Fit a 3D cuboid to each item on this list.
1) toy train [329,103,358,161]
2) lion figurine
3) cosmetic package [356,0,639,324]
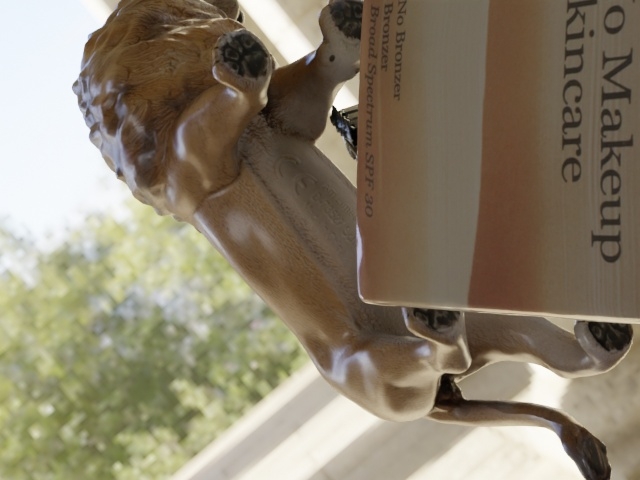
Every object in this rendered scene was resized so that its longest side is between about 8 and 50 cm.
[{"bbox_3d":[0.024,-0.052,0.846,0.027,0.036,0.158,-18,8,0],"label":"toy train"},{"bbox_3d":[0.000,0.000,0.963,0.142,0.392,0.240,-29,-6,-30],"label":"lion figurine"},{"bbox_3d":[0.146,-0.040,0.632,0.129,0.153,0.296,2,-2,-33],"label":"cosmetic package"}]
